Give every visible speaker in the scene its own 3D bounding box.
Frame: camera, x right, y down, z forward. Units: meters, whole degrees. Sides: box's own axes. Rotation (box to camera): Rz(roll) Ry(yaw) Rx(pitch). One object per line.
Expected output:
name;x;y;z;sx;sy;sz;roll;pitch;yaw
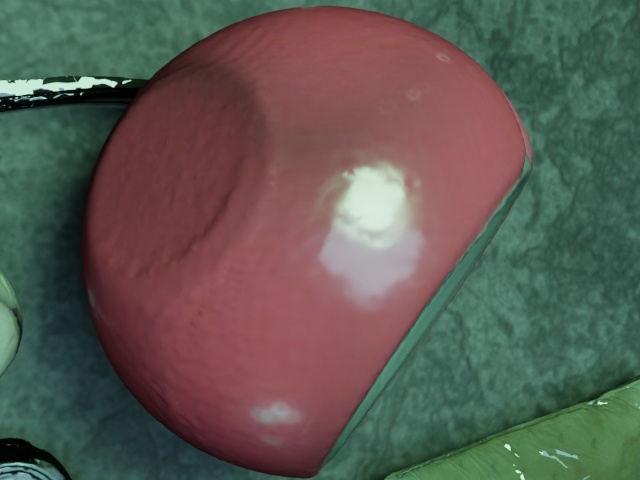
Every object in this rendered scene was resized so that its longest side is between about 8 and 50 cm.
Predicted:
speaker;0.000;0.000;0.644;0.294;0.294;0.294;-3;98;-25

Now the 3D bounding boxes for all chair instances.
chair;-0.195;-0.054;0.647;0.212;0.084;0.101;2;89;-26

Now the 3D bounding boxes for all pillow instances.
pillow;0.193;0.236;0.875;0.302;0.075;0.185;-16;105;-22

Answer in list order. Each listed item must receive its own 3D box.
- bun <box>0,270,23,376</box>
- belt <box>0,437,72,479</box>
bun;-0.261;0.046;0.629;0.138;0.094;0.138;-24;141;-20
belt;-0.208;0.204;0.688;0.105;0.058;0.140;-16;104;-20
